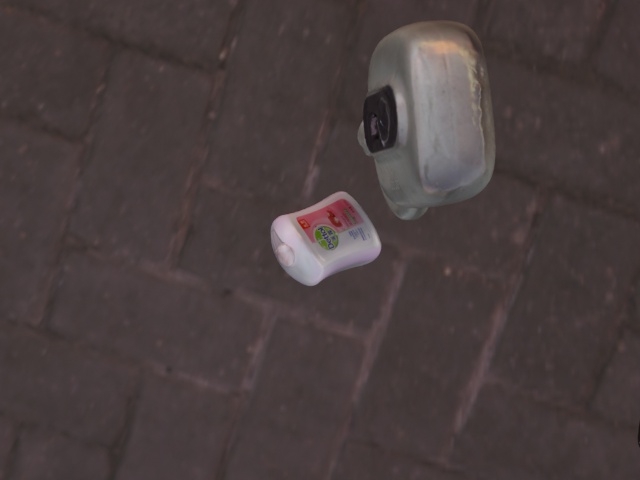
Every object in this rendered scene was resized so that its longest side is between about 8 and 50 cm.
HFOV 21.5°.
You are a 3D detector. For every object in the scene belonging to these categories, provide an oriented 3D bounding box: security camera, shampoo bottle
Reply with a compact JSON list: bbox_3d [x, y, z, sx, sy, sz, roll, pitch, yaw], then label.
[{"bbox_3d":[0.068,-0.096,1.416,0.080,0.301,0.157,-7,89,-12],"label":"security camera"},{"bbox_3d":[0.000,0.000,1.526,0.072,0.099,0.043,57,137,13],"label":"shampoo bottle"}]

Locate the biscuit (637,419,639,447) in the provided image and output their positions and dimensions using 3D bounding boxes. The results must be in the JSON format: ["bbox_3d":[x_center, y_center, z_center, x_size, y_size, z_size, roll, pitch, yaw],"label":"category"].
[{"bbox_3d":[0.139,0.147,0.522,0.099,0.322,0.038,6,145,7],"label":"biscuit"}]
